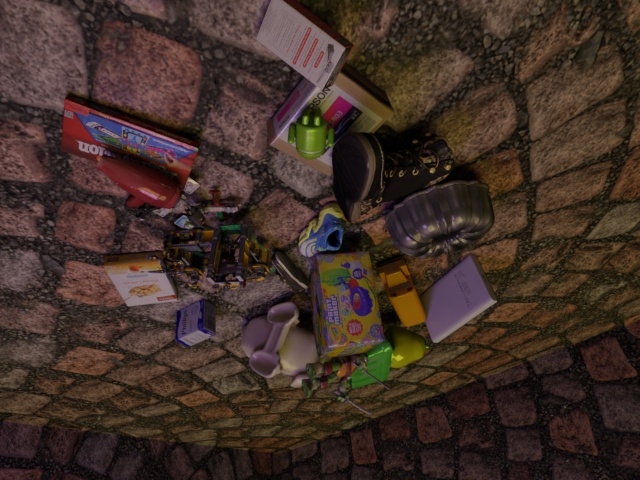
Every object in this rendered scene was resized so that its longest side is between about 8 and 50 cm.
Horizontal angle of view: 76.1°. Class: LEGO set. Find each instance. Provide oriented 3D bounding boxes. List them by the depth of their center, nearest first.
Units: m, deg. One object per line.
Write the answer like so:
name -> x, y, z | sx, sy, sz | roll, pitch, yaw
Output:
LEGO set -> -0.345, -0.098, 1.145 | 0.183, 0.060, 0.244 | -31, 130, 31
LEGO set -> -0.307, 0.091, 1.193 | 0.332, 0.192, 0.255 | 1, 151, 2

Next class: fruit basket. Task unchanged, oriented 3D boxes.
fruit basket -> 0.254, 0.447, 1.765 | 0.392, 0.283, 0.392 | -24, 143, -19

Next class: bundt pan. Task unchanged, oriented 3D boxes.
bundt pan -> 0.365, -0.043, 1.232 | 0.331, 0.124, 0.330 | -9, 156, -4

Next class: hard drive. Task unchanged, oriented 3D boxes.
hard drive -> 0.519, 0.229, 1.590 | 0.040, 0.210, 0.318 | 13, 135, -27

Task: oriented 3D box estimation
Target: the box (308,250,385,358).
box -> 0.072, 0.222, 1.364 | 0.177, 0.289, 0.279 | -4, 158, -8

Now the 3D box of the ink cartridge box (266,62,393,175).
ink cartridge box -> 0.018, -0.284, 0.954 | 0.193, 0.088, 0.235 | 21, 132, -34

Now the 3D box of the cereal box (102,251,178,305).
cereal box -> -0.582, 0.131, 1.347 | 0.173, 0.047, 0.240 | -5, 141, -7

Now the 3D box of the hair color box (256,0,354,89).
hair color box -> -0.031, -0.381, 0.785 | 0.167, 0.053, 0.093 | 39, 130, 3

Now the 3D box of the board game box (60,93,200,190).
board game box -> -0.440, -0.218, 0.952 | 0.281, 0.027, 0.145 | 18, 134, -21

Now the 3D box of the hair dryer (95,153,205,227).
hair dryer -> -0.441, -0.103, 1.010 | 0.224, 0.080, 0.293 | -1, 148, 11

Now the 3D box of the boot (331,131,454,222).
boot -> 0.180, -0.181, 0.986 | 0.284, 0.138, 0.377 | -23, 163, -7

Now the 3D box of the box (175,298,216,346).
box -> -0.464, 0.307, 1.525 | 0.137, 0.126, 0.072 | -27, 139, 18

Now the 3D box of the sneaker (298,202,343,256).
sneaker -> 0.000, 0.000, 1.261 | 0.091, 0.126, 0.240 | 9, 137, -22

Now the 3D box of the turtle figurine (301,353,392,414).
turtle figurine -> 0.087, 0.500, 1.446 | 0.267, 0.274, 0.198 | -5, 160, -25

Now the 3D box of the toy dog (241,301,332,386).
toy dog -> -0.105, 0.474, 1.670 | 0.396, 0.284, 0.408 | -16, 139, 40

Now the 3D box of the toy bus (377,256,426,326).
toy bus -> 0.317, 0.202, 1.574 | 0.108, 0.130, 0.332 | -20, 140, 11

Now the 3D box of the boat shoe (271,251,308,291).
boat shoe -> -0.117, 0.116, 1.410 | 0.069, 0.081, 0.227 | -25, 141, 11

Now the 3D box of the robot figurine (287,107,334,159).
robot figurine -> -0.021, -0.226, 0.887 | 0.101, 0.067, 0.115 | 3, 135, 0
